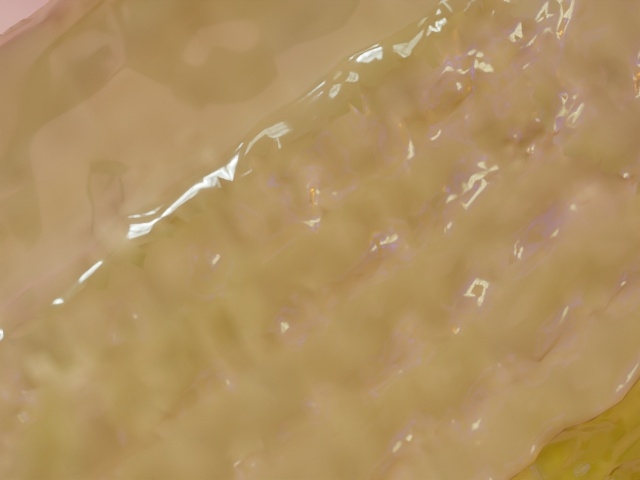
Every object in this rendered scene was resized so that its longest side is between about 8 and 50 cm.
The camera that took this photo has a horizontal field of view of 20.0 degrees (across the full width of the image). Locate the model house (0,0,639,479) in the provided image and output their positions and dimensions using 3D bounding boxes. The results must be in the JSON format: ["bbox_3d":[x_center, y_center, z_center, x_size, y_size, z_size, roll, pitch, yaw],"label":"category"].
[{"bbox_3d":[0.000,0.000,0.431,0.193,0.175,0.234,-36,140,-1],"label":"model house"}]
